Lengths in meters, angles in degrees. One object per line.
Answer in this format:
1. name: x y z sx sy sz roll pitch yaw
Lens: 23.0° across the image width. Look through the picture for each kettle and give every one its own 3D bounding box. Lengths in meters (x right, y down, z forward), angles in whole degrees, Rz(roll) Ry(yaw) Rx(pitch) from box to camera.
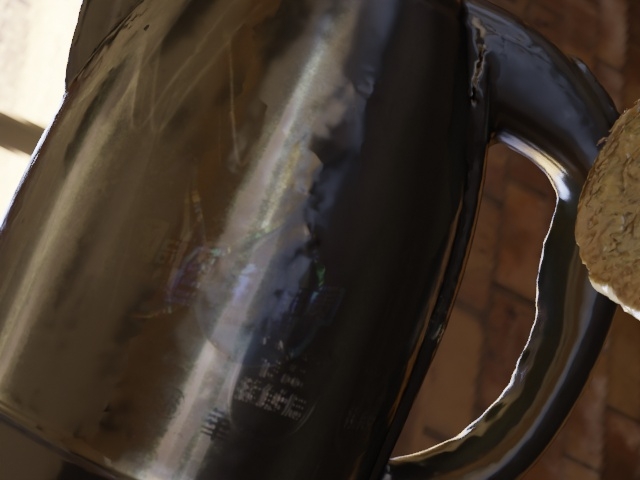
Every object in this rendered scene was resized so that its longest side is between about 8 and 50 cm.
1. kettle: 0.000 0.000 0.799 0.228 0.321 0.324 -123 56 -83

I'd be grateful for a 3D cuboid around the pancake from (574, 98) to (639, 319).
1. pancake: 0.150 -0.030 0.503 0.158 0.028 0.158 -31 24 16
